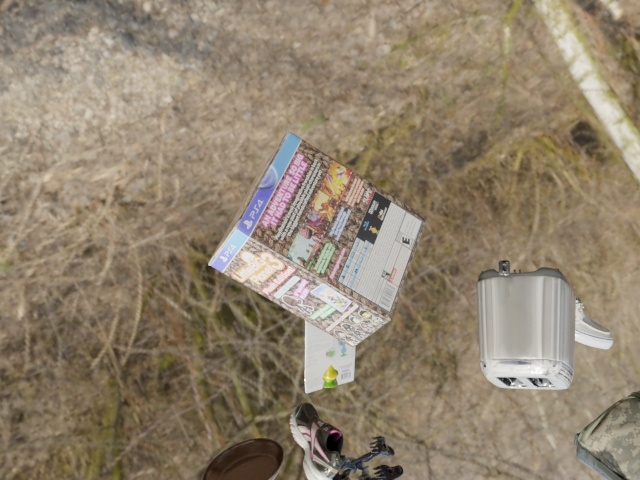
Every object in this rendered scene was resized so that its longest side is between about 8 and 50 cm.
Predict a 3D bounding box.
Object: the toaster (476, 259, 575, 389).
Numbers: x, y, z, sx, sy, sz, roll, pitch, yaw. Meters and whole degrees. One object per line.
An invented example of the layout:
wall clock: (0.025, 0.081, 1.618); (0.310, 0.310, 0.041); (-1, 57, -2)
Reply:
toaster: (0.287, 0.125, 1.073); (0.129, 0.146, 0.227); (-4, 161, 21)

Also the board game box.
board game box: (0.000, 0.000, 1.314); (0.141, 0.291, 0.232); (-47, -166, 53)

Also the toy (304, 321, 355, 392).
toy: (0.014, 0.225, 1.794); (0.137, 0.237, 0.056); (-8, -166, -31)

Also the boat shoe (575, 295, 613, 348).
boat shoe: (0.488, 0.140, 1.539); (0.083, 0.226, 0.075); (-64, 178, -73)

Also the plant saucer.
plant saucer: (-0.171, 0.527, 1.758); (0.199, 0.036, 0.198); (-17, -159, 7)

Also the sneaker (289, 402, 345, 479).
sneaker: (0.005, 0.349, 1.361); (0.072, 0.178, 0.077); (33, 108, -34)

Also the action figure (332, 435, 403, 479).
action figure: (0.059, 0.552, 1.751); (0.141, 0.164, 0.275); (19, 129, -28)

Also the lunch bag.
lunch bag: (0.707, 0.456, 1.565); (0.256, 0.305, 0.212); (-18, 122, -23)
